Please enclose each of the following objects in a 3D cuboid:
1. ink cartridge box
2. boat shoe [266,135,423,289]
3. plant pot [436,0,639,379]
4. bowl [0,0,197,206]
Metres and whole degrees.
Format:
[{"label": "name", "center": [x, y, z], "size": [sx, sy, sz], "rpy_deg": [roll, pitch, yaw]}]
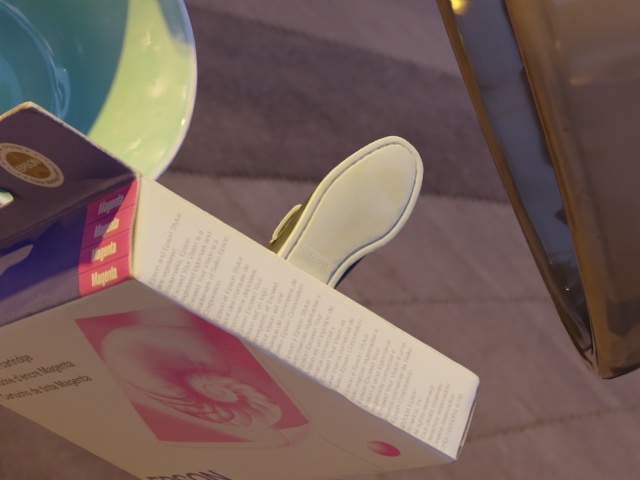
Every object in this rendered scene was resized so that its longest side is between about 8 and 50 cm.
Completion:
[{"label": "ink cartridge box", "center": [-0.125, 0.062, 1.038], "size": [0.330, 0.324, 0.071], "rpy_deg": [31, 63, -25]}, {"label": "boat shoe", "center": [0.000, 0.000, 1.905], "size": [0.114, 0.302, 0.091], "rpy_deg": [48, -18, -15]}, {"label": "plant pot", "center": [0.157, -0.154, 0.475], "size": [0.323, 0.280, 0.323], "rpy_deg": [-19, 90, -85]}, {"label": "bowl", "center": [-0.280, -0.157, 1.458], "size": [0.311, 0.163, 0.311], "rpy_deg": [10, 74, -36]}]
